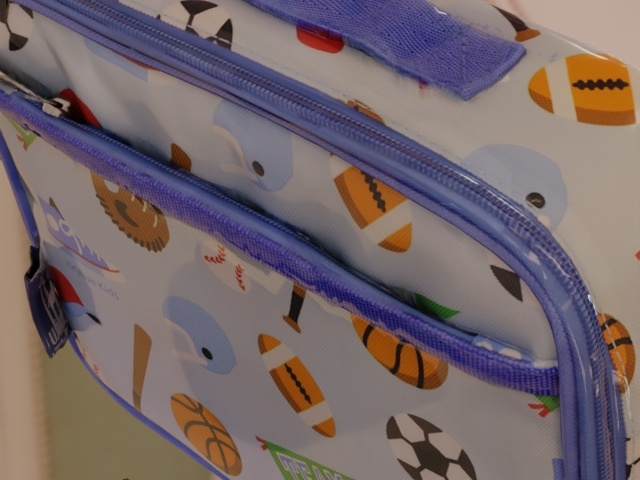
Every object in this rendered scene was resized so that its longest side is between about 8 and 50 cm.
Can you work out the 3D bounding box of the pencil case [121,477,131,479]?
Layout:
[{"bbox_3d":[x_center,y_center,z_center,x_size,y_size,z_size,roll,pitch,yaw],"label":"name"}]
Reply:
[{"bbox_3d":[-0.118,0.137,0.704,0.088,0.206,0.086,23,-112,-21],"label":"pencil case"}]

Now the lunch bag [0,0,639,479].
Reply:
[{"bbox_3d":[0.000,0.000,0.676,0.115,0.303,0.243,-42,-39,-28],"label":"lunch bag"}]
